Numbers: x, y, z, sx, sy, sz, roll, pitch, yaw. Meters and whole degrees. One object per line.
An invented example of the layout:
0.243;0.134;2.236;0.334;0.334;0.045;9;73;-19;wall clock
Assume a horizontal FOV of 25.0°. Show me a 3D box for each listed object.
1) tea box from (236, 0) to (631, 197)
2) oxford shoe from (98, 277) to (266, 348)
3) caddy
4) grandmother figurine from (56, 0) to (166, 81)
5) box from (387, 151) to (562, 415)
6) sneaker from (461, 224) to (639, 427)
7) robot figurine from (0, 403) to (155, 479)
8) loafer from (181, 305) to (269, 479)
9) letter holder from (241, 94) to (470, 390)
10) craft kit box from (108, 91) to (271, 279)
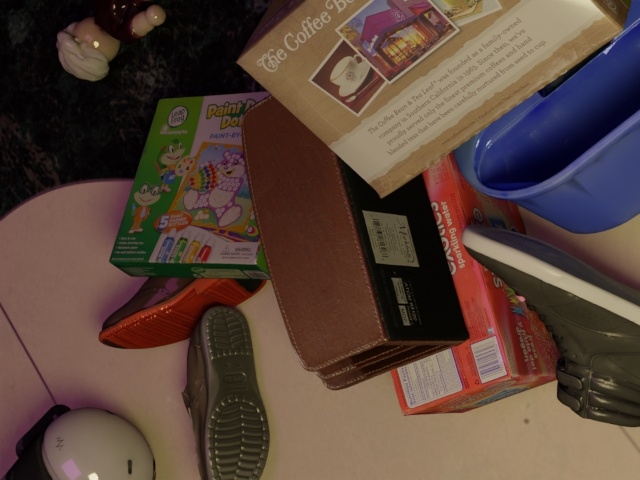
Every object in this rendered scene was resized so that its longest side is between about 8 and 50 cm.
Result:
0.134;-0.276;1.456;0.220;0.324;0.329;43;131;-15;tea box
-0.188;0.064;1.933;0.271;0.097;0.098;-28;57;23;oxford shoe
0.289;-0.168;1.509;0.341;0.179;0.241;-40;40;26;caddy
-0.253;-0.354;2.006;0.342;0.104;0.208;-47;35;26;grandmother figurine
0.149;0.038;1.655;0.154;0.142;0.300;-25;72;31;box
0.260;0.099;1.537;0.295;0.104;0.147;27;107;-2;sneaker
-0.343;0.351;1.961;0.209;0.173;0.278;41;112;-2;robot figurine
-0.127;0.215;1.879;0.087;0.094;0.251;-31;57;55;loafer
0.000;0.000;1.588;0.214;0.152;0.302;-25;72;36;letter holder
-0.136;-0.072;1.872;0.249;0.061;0.247;-1;63;35;craft kit box
